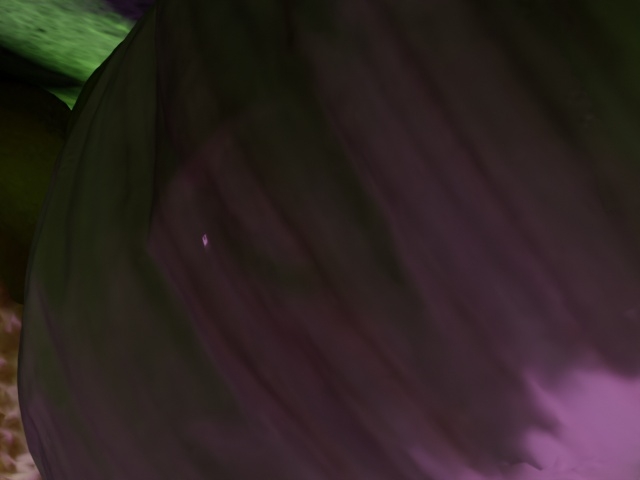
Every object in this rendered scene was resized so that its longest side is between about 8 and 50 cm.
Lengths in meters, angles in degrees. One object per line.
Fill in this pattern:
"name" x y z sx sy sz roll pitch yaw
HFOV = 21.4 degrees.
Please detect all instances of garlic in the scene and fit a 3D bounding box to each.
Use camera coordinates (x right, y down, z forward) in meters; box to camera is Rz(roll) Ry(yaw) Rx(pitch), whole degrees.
"garlic" 0.069 0.004 0.476 0.317 0.259 0.317 -23 164 -7

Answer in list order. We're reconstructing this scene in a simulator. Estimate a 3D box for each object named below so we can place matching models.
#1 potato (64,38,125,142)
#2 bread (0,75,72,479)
"potato" 0.017 -0.042 0.683 0.269 0.112 0.255 5 162 23
"bread" -0.226 0.045 0.944 0.312 0.312 0.172 11 -154 11
